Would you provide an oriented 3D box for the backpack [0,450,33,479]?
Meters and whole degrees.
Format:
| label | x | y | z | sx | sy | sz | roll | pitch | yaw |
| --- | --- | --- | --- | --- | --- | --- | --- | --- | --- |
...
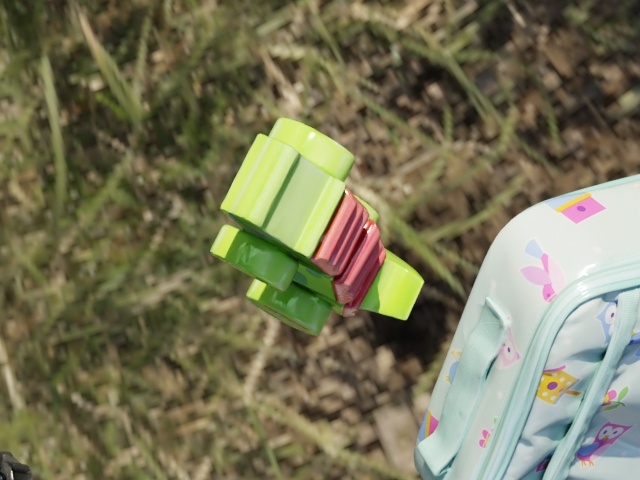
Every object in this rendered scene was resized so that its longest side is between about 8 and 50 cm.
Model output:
| label | x | y | z | sx | sy | sz | roll | pitch | yaw |
| --- | --- | --- | --- | --- | --- | --- | --- | --- | --- |
| backpack | -0.117 | 0.202 | 0.829 | 0.158 | 0.173 | 0.117 | 33 | 120 | -22 |

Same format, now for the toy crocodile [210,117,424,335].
| label | x | y | z | sx | sy | sz | roll | pitch | yaw |
| --- | --- | --- | --- | --- | --- | --- | --- | --- | --- |
| toy crocodile | 0.000 | 0.000 | 1.491 | 0.115 | 0.105 | 0.340 | -62 | 163 | -9 |

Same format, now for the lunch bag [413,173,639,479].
| label | x | y | z | sx | sy | sz | roll | pitch | yaw |
| --- | --- | --- | --- | --- | --- | --- | --- | --- | --- |
| lunch bag | 0.182 | 0.089 | 1.322 | 0.224 | 0.108 | 0.279 | -14 | 137 | -30 |
